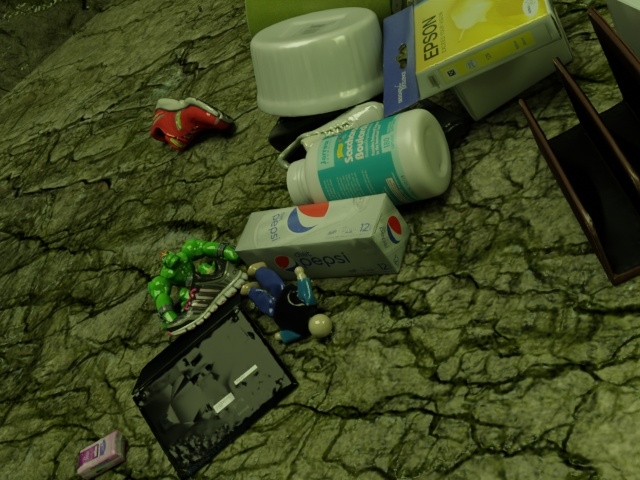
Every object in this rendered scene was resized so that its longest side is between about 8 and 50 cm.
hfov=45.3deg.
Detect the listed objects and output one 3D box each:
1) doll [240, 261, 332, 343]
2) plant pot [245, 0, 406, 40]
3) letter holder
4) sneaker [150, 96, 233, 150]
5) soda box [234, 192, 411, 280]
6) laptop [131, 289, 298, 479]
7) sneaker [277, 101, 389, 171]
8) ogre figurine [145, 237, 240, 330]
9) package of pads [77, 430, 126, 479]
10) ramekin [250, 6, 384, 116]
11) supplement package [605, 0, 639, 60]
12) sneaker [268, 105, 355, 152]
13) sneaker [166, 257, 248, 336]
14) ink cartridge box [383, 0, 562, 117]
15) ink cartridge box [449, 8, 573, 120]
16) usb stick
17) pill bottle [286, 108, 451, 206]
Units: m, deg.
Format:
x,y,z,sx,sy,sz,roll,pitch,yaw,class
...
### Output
x,y,z,sx,sy,sz,roll,pitch,yaw,class
-0.052,0.099,1.239,0.189,0.046,0.129,33,108,39,doll
0.028,-0.511,1.661,0.293,0.275,0.275,2,52,22,plant pot
0.369,-0.137,1.007,0.152,0.214,0.302,-27,39,16,letter holder
-0.312,-0.269,1.835,0.279,0.107,0.118,9,77,48,sneaker
0.000,0.000,1.279,0.286,0.098,0.091,-6,48,37,soda box
-0.178,0.223,1.275,0.234,0.136,0.264,-40,63,0,laptop
0.021,-0.178,1.410,0.232,0.090,0.115,-31,-6,26,sneaker
-0.246,0.070,1.427,0.118,0.097,0.197,27,87,32,ogre figurine
-0.364,0.358,1.281,0.083,0.032,0.050,-30,36,13,package of pads
-0.003,-0.351,1.481,0.277,0.135,0.277,-11,26,6,ramekin
0.567,-0.309,1.024,0.262,0.199,0.198,-37,38,5,supplement package
0.002,-0.257,1.543,0.227,0.087,0.130,-9,53,41,sneaker
-0.210,0.094,1.340,0.170,0.075,0.063,-42,10,-10,sneaker
0.230,-0.378,1.297,0.307,0.072,0.304,-19,43,23,ink cartridge box
0.292,-0.367,1.383,0.201,0.117,0.278,-33,38,10,ink cartridge box
0.169,-0.237,1.416,0.077,0.045,0.278,-39,37,-3,usb stick
0.075,-0.120,1.295,0.264,0.146,0.146,-13,45,31,pill bottle
